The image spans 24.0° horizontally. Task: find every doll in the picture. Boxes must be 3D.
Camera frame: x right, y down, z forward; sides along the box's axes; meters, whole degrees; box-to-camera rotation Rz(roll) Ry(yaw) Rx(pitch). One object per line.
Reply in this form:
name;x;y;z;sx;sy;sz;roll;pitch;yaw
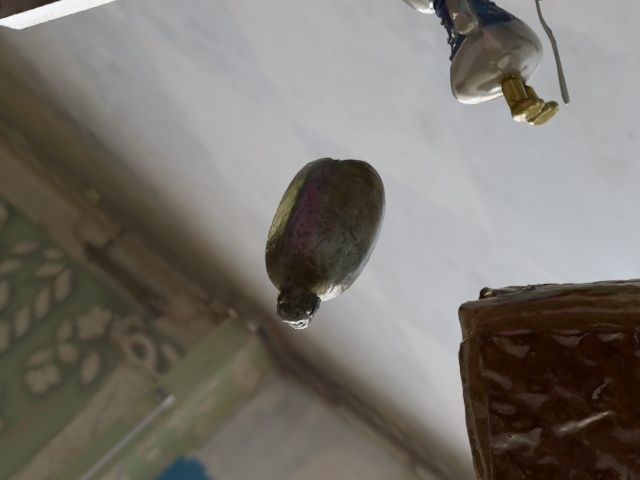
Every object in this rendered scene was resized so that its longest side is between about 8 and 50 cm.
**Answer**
doll;0.141;-0.238;1.525;0.293;0.119;0.138;56;-163;21

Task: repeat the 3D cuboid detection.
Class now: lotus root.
lotus root;0.000;0.000;1.529;0.113;0.192;0.088;4;150;34

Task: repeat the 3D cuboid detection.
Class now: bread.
bread;0.318;0.151;1.580;0.167;0.324;0.277;-62;-34;-64

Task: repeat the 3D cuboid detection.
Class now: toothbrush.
toothbrush;0.248;-0.208;1.609;0.011;0.013;0.131;-12;-92;-63

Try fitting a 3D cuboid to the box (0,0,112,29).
box;-0.133;-0.199;1.029;0.039;0.218;0.055;-2;-101;-70
